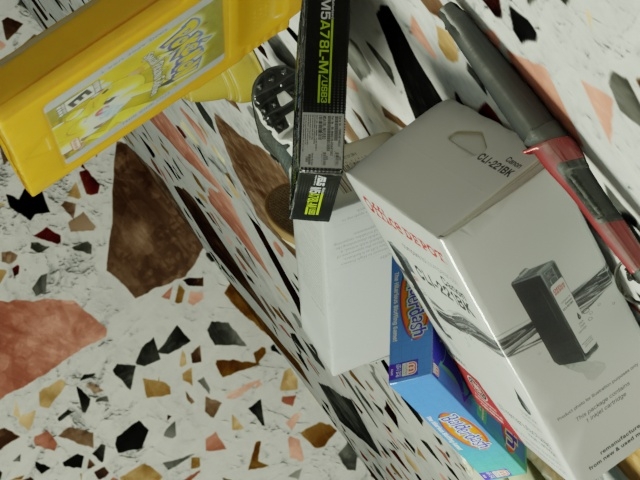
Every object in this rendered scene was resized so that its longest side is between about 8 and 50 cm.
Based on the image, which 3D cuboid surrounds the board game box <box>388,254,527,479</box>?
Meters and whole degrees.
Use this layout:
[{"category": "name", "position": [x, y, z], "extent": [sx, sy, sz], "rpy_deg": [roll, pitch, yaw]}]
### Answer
[{"category": "board game box", "position": [0.130, 0.107, 1.697], "extent": [0.210, 0.047, 0.160], "rpy_deg": [46, -143, -47]}]

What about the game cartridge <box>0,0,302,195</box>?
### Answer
[{"category": "game cartridge", "position": [-0.152, -0.173, 1.651], "extent": [0.053, 0.323, 0.285], "rpy_deg": [56, 172, 8]}]

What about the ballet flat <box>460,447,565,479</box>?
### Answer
[{"category": "ballet flat", "position": [0.233, 0.323, 1.761], "extent": [0.147, 0.147, 0.409], "rpy_deg": [74, 172, -64]}]

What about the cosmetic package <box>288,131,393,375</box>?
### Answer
[{"category": "cosmetic package", "position": [0.040, 0.016, 1.822], "extent": [0.231, 0.117, 0.085], "rpy_deg": [88, 156, -44]}]

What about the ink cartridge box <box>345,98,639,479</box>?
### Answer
[{"category": "ink cartridge box", "position": [0.157, 0.040, 1.498], "extent": [0.273, 0.114, 0.197], "rpy_deg": [60, 171, -26]}]

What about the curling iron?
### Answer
[{"category": "curling iron", "position": [0.167, -0.061, 1.329], "extent": [0.274, 0.035, 0.068], "rpy_deg": [53, 171, 9]}]

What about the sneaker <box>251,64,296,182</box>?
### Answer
[{"category": "sneaker", "position": [-0.010, -0.090, 2.019], "extent": [0.234, 0.078, 0.106], "rpy_deg": [61, 173, -13]}]

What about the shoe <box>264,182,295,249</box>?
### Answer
[{"category": "shoe", "position": [0.000, 0.000, 2.275], "extent": [0.219, 0.076, 0.058], "rpy_deg": [43, 160, 45]}]

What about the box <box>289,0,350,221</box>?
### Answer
[{"category": "box", "position": [-0.001, -0.127, 1.604], "extent": [0.184, 0.045, 0.191], "rpy_deg": [95, 178, -77]}]

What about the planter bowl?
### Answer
[{"category": "planter bowl", "position": [-0.158, -0.234, 2.199], "extent": [0.217, 0.090, 0.217], "rpy_deg": [52, 171, 12]}]
